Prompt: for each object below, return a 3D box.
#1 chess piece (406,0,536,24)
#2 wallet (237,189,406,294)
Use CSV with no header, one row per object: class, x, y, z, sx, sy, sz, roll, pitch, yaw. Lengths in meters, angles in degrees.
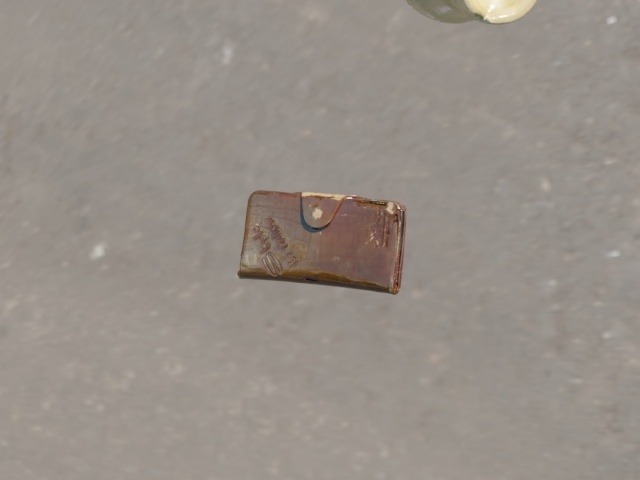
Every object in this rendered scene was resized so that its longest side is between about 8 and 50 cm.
chess piece,0.091,-0.158,1.165,0.066,0.122,0.066,-2,103,-10
wallet,0.000,0.000,1.893,0.026,0.176,0.095,7,90,-60
